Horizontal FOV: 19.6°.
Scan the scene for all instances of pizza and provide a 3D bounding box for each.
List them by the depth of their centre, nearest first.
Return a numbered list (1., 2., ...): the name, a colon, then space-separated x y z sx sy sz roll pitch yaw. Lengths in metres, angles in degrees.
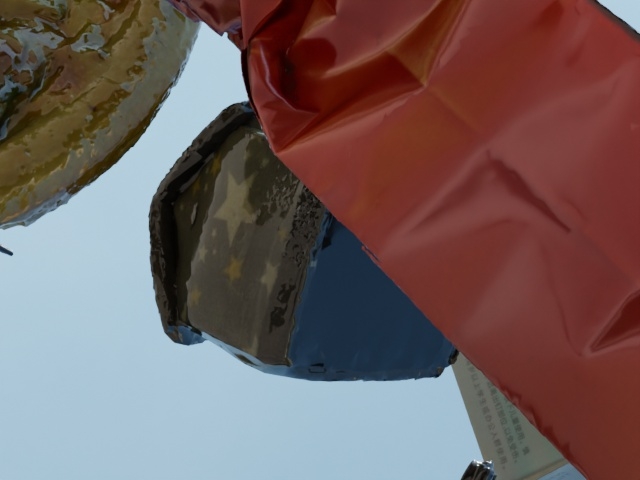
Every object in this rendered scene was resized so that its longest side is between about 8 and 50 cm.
1. pizza: -0.151 -0.146 1.153 0.258 0.268 0.087 56 -22 25

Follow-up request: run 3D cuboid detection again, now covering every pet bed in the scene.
1. pet bed: 0.000 0.000 1.292 0.159 0.211 0.183 26 -74 39

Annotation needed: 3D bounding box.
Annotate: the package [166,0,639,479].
1. package: 0.105 -0.001 0.659 0.123 0.196 0.423 -50 -138 6

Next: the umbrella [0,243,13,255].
1. umbrella: -0.167 -0.014 0.778 0.022 0.122 0.013 -44 -124 15

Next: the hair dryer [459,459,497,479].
1. hair dryer: 0.021 0.165 0.863 0.075 0.219 0.195 10 -48 34

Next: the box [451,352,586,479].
1. box: 0.165 0.093 1.592 0.079 0.135 0.269 -29 -118 22
